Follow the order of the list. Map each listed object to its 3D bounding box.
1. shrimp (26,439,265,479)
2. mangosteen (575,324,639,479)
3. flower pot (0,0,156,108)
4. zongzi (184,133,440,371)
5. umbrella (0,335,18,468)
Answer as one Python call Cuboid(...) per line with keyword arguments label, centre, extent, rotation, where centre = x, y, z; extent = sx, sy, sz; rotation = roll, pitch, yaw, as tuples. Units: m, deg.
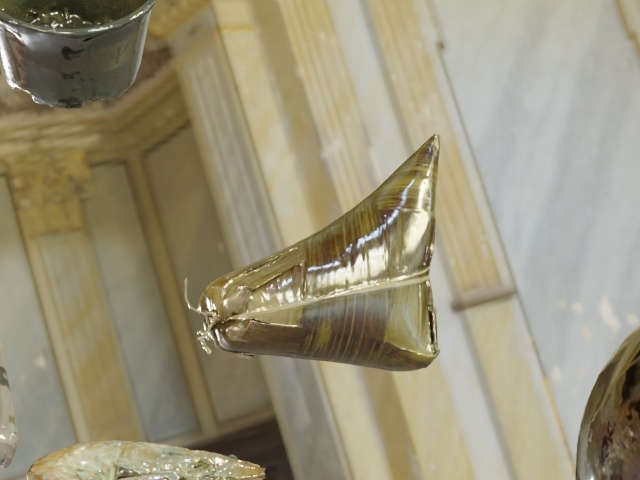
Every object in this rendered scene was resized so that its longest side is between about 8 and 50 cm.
Cuboid(label="shrimp", centre=(-0.163, 0.220, 1.318), extent=(0.224, 0.047, 0.126), rotation=(1, 9, 8))
Cuboid(label="mangosteen", centre=(0.438, 0.206, 1.253), extent=(0.435, 0.382, 0.382), rotation=(-4, -16, -46))
Cuboid(label="flower pot", centre=(-0.206, -0.183, 1.176), extent=(0.157, 0.157, 0.106), rotation=(-14, -39, -17))
Cuboid(label="zongzi", centre=(0.000, 0.000, 1.053), extent=(0.187, 0.184, 0.084), rotation=(7, -3, -22))
Cuboid(label="umbrella", centre=(-0.408, 0.117, 1.663), extent=(0.073, 0.337, 0.067), rotation=(17, -52, -37))
